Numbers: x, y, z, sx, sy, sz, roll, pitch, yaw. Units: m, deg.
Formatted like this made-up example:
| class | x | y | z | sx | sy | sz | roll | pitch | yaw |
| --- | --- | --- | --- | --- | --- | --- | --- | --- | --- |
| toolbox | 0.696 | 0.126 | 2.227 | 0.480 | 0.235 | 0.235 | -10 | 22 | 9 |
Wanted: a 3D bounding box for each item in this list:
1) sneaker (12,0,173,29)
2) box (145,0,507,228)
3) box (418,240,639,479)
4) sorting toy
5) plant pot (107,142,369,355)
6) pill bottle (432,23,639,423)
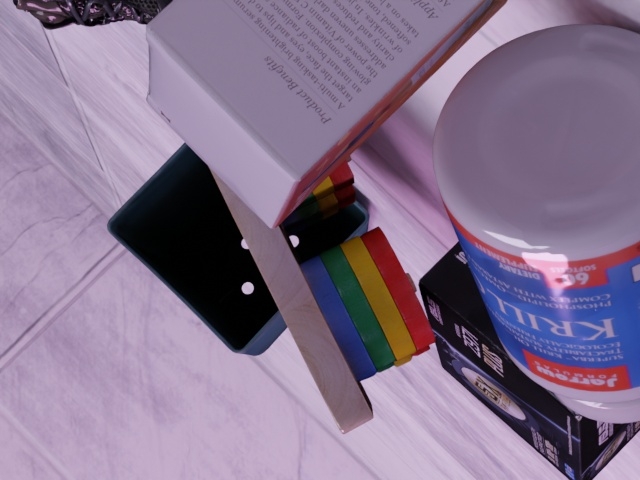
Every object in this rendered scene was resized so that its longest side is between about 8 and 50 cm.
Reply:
| class | x | y | z | sx | sy | sz | roll | pitch | yaw |
| --- | --- | --- | --- | --- | --- | --- | --- | --- | --- |
| sneaker | -0.134 | -0.172 | 1.072 | 0.227 | 0.130 | 0.087 | 43 | 171 | -2 |
| box | 0.011 | -0.103 | 0.673 | 0.091 | 0.170 | 0.130 | 45 | 170 | 1 |
| box | 0.156 | 0.082 | 1.060 | 0.147 | 0.077 | 0.180 | 41 | 168 | 24 |
| sorting toy | 0.000 | 0.000 | 1.072 | 0.255 | 0.089 | 0.257 | 64 | 179 | 4 |
| plant pot | -0.060 | 0.003 | 1.380 | 0.165 | 0.165 | 0.234 | 43 | 177 | 11 |
| pill bottle | 0.137 | 0.006 | 0.734 | 0.124 | 0.124 | 0.221 | 38 | 167 | 34 |
